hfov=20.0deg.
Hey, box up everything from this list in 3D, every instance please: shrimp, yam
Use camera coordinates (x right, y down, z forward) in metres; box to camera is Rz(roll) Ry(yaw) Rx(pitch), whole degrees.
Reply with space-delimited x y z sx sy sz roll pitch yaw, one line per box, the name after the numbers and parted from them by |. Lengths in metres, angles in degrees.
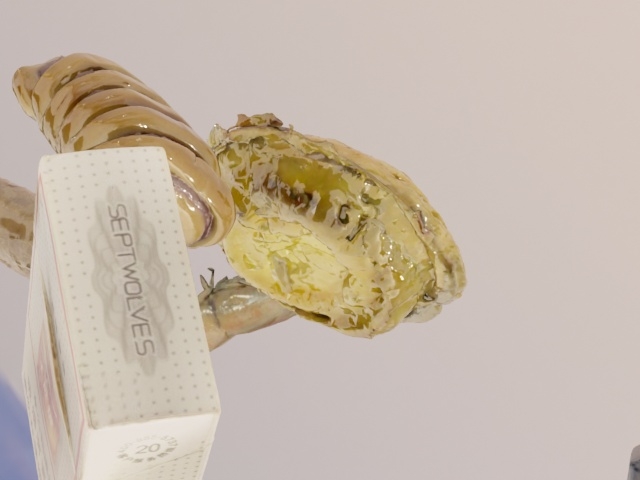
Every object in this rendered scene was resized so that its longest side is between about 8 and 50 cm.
-0.108 0.035 2.088 0.169 0.296 0.058 66 15 -10 | shrimp
-0.350 -0.049 1.648 0.356 0.081 0.081 25 -37 33 | yam

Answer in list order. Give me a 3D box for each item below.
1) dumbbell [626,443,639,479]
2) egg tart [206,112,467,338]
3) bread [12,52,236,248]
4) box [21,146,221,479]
0.321 0.261 1.528 0.325 0.144 0.160 -43 136 -74 | dumbbell
0.000 0.000 1.632 0.278 0.095 0.279 22 -26 12 | egg tart
-0.151 -0.080 1.412 0.134 0.081 0.225 31 11 -42 | bread
-0.153 0.107 1.311 0.330 0.095 0.210 111 -31 -57 | box
